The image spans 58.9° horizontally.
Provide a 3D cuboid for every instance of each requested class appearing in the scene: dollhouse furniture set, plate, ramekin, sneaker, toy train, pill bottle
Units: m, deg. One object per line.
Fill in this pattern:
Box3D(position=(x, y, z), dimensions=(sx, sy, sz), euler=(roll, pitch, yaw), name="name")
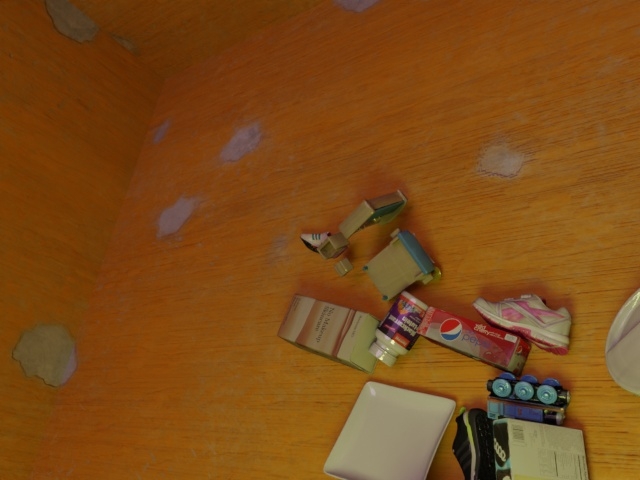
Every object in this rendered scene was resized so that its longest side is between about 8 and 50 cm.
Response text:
Box3D(position=(0.206, 0.046, 1.721), dimensions=(0.303, 0.198, 0.286), euler=(56, 130, 14), name="dollhouse furniture set")
Box3D(position=(0.177, 0.503, 1.428), dimensions=(0.278, 0.045, 0.277), euler=(2, 48, 41), name="plate")
Box3D(position=(0.700, 0.198, 1.094), dimensions=(0.272, 0.127, 0.273), euler=(-59, 7, 11), name="ramekin")
Box3D(position=(0.000, 0.000, 1.937), dimensions=(0.075, 0.057, 0.161), euler=(-46, 40, -17), name="sneaker")
Box3D(position=(0.467, 0.363, 1.283), dimensions=(0.184, 0.080, 0.105), euler=(1, 95, 32), name="toy train")
Box3D(position=(0.356, 0.506, 1.316), dimensions=(0.097, 0.084, 0.234), euler=(-37, 40, 51), name="sneaker")
Box3D(position=(0.218, 0.244, 1.554), dimensions=(0.108, 0.108, 0.193), euler=(33, 88, 46), name="pill bottle")
Box3D(position=(0.494, 0.182, 1.378), dimensions=(0.252, 0.103, 0.111), euler=(21, 74, 39), name="sneaker")

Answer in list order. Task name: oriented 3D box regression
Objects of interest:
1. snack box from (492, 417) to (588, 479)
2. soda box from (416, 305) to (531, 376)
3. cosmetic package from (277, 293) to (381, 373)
Box3D(position=(0.448, 0.533, 1.129), dimensions=(0.060, 0.187, 0.321), euler=(126, 154, -58), name="snack box")
Box3D(position=(0.381, 0.249, 1.425), dimensions=(0.263, 0.092, 0.083), euler=(17, 77, 44), name="soda box")
Box3D(position=(0.033, 0.270, 1.677), dimensions=(0.296, 0.129, 0.153), euler=(8, 69, 42), name="cosmetic package")
